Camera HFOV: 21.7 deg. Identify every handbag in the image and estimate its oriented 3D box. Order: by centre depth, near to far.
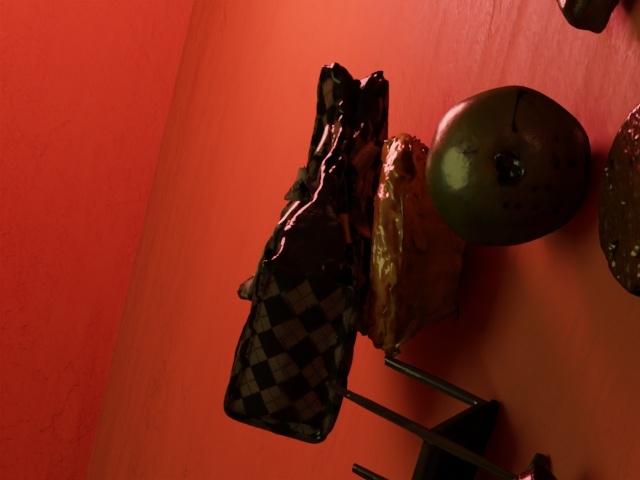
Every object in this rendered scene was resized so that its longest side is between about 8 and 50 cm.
[{"bbox_3d":[0.000,0.000,2.140,0.416,0.180,0.317,-73,-5,-46],"label":"handbag"}]

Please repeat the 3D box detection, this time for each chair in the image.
[{"bbox_3d":[0.135,0.271,1.906,0.272,0.166,0.188,25,110,25],"label":"chair"}]

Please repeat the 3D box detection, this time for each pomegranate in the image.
[{"bbox_3d":[0.194,-0.076,1.833,0.210,0.179,0.179,155,122,-68],"label":"pomegranate"}]

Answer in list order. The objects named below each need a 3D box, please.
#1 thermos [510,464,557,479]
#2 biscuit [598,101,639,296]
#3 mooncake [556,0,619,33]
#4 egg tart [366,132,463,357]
[{"bbox_3d":[0.148,0.323,1.736,0.232,0.124,0.099,-31,14,20],"label":"thermos"},{"bbox_3d":[0.332,-0.048,1.639,0.212,0.036,0.212,-170,90,-71],"label":"biscuit"},{"bbox_3d":[0.296,-0.302,1.793,0.130,0.073,0.125,121,154,-44],"label":"mooncake"},{"bbox_3d":[0.121,0.006,2.038,0.295,0.116,0.295,3,-90,-84],"label":"egg tart"}]
